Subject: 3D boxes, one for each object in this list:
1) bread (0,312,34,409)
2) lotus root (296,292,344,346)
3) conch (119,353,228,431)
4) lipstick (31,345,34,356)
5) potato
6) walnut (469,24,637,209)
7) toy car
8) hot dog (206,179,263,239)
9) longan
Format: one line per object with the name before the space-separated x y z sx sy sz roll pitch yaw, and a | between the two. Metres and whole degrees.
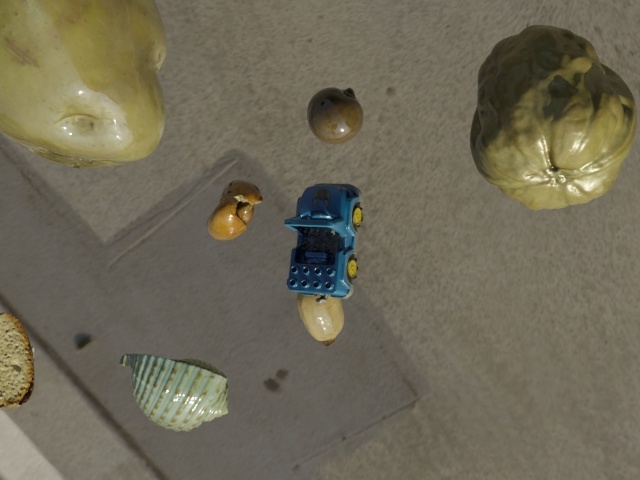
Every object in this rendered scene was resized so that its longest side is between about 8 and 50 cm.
bread | -0.449 0.163 1.109 0.044 0.126 0.129 -15 79 52
lotus root | 0.000 0.111 1.386 0.073 0.062 0.150 -27 120 -15
conch | -0.190 0.203 1.126 0.153 0.102 0.135 12 155 -30
lipstick | -0.666 0.189 1.469 0.318 0.066 0.068 12 102 7
potato | -0.292 -0.234 0.928 0.221 0.243 0.326 -10 106 19
walnut | 0.380 -0.198 1.396 0.282 0.276 0.253 24 135 -34
toy car | 0.000 0.000 1.294 0.097 0.100 0.191 3 83 27
hot dog | -0.117 -0.037 1.142 0.060 0.140 0.089 35 73 -11
longan | 0.028 -0.229 1.516 0.113 0.092 0.113 -3 69 9
